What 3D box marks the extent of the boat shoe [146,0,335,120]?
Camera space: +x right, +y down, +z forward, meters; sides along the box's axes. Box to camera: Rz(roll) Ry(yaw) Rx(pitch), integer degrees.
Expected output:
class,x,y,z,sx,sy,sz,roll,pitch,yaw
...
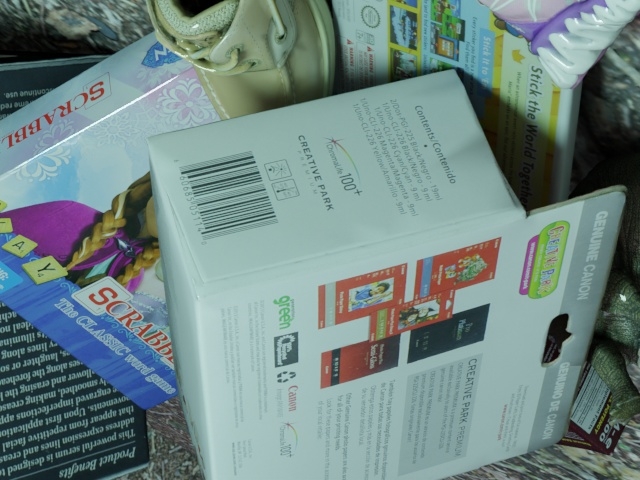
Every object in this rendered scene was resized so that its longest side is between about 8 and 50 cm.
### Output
class,x,y,z,sx,sy,sz,roll,pitch,yaw
boat shoe,-0.066,-0.153,0.912,0.109,0.098,0.302,17,146,23

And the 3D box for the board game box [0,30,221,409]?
class,x,y,z,sx,sy,sz,roll,pitch,yaw
board game box,-0.104,-0.018,1.192,0.318,0.066,0.318,-28,137,16

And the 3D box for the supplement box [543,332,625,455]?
class,x,y,z,sx,sy,sz,roll,pitch,yaw
supplement box,0.180,0.115,1.443,0.239,0.073,0.130,39,160,-28

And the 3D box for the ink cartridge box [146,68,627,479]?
class,x,y,z,sx,sy,sz,roll,pitch,yaw
ink cartridge box,0.039,0.046,1.003,0.309,0.272,0.130,92,161,-52

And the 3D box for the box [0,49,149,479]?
class,x,y,z,sx,sy,sz,roll,pitch,yaw
box,-0.336,0.024,1.389,0.212,0.395,0.293,-12,-164,-42

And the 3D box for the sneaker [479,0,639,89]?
class,x,y,z,sx,sy,sz,roll,pitch,yaw
sneaker,0.127,-0.159,0.735,0.104,0.095,0.236,37,163,2

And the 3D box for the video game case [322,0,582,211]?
class,x,y,z,sx,sy,sz,roll,pitch,yaw
video game case,0.070,-0.105,0.974,0.206,0.026,0.227,22,145,20

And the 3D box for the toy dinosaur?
class,x,y,z,sx,sy,sz,roll,pitch,yaw
toy dinosaur,0.211,0.021,1.045,0.160,0.121,0.313,56,168,39
